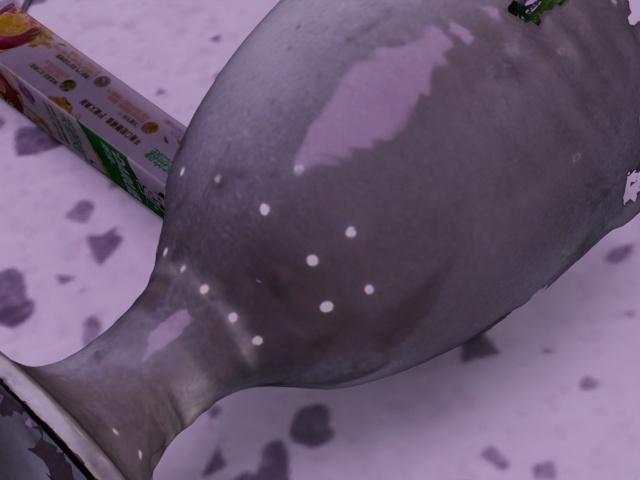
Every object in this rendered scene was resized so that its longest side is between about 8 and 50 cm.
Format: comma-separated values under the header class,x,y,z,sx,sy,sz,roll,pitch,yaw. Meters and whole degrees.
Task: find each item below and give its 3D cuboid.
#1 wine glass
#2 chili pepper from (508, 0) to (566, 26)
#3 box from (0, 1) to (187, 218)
class,x,y,z,sx,sy,sz,roll,pitch,yaw
wine glass,-0.004,-0.003,0.748,0.190,0.190,0.357,34,61,31
chili pepper,0.055,-0.179,0.962,0.098,0.061,0.224,-44,60,11
box,-0.111,-0.061,0.903,0.041,0.050,0.207,-40,55,-21
